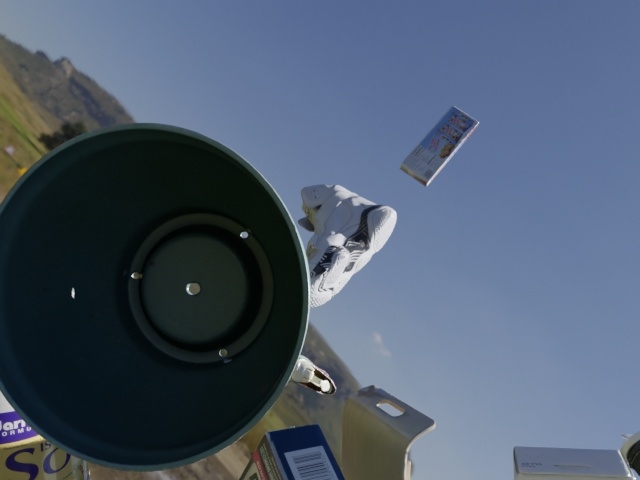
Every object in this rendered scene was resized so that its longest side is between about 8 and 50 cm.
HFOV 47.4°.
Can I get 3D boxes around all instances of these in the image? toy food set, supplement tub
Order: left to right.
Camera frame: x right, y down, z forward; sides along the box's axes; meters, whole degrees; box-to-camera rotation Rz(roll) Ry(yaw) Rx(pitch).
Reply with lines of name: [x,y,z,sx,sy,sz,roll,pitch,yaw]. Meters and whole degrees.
supplement tub: [-0.484,0.264,1.120,0.241,0.241,0.331,32,-56,55]
toy food set: [0.121,0.421,1.228,0.220,0.093,0.305,-166,-105,-66]

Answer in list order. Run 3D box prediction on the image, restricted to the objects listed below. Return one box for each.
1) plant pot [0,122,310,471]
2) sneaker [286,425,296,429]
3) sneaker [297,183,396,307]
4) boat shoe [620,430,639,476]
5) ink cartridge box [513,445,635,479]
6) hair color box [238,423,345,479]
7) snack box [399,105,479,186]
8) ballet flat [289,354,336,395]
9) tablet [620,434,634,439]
plant pot: [-0.142,0.048,0.706,0.293,0.293,0.196,48,4,6]
sneaker: [-0.090,0.435,1.440,0.058,0.085,0.152,45,-55,24]
sneaker: [0.000,0.000,1.722,0.210,0.366,0.137,34,-36,22]
boat shoe: [0.814,0.428,1.590,0.114,0.303,0.091,53,7,-33]
ink cartridge box: [0.633,0.729,1.841,0.160,0.280,0.384,-45,132,-75]
hair color box: [-0.074,0.477,1.200,0.173,0.105,0.347,60,-43,39]
snack box: [0.230,-0.184,1.406,0.064,0.178,0.022,36,-22,14]
ballet flat: [-0.032,0.345,1.867,0.079,0.076,0.221,19,-13,45]
tablet: [0.828,0.512,1.889,0.054,0.083,0.006,-157,-110,-73]
